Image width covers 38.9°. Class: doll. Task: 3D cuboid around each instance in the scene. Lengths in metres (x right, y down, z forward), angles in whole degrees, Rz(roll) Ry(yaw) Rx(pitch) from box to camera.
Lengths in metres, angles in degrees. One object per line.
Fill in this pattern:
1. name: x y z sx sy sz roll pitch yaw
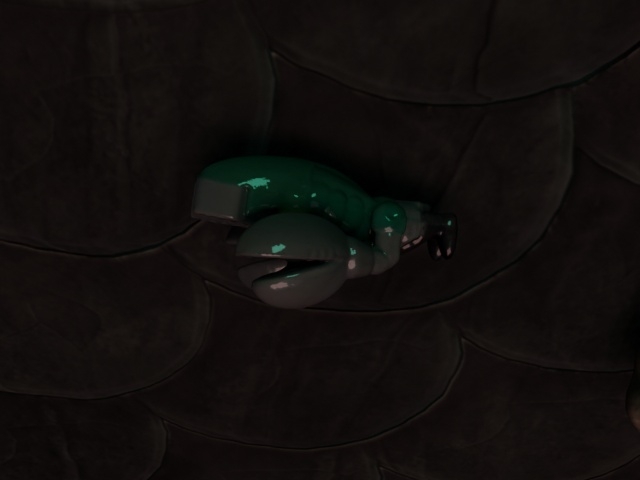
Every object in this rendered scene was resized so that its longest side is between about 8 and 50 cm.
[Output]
1. doll: -0.003 -0.003 0.889 0.258 0.153 0.195 5 172 17

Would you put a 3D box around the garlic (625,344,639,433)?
1. garlic: 0.481 0.173 1.025 0.245 0.245 0.253 -18 168 21
